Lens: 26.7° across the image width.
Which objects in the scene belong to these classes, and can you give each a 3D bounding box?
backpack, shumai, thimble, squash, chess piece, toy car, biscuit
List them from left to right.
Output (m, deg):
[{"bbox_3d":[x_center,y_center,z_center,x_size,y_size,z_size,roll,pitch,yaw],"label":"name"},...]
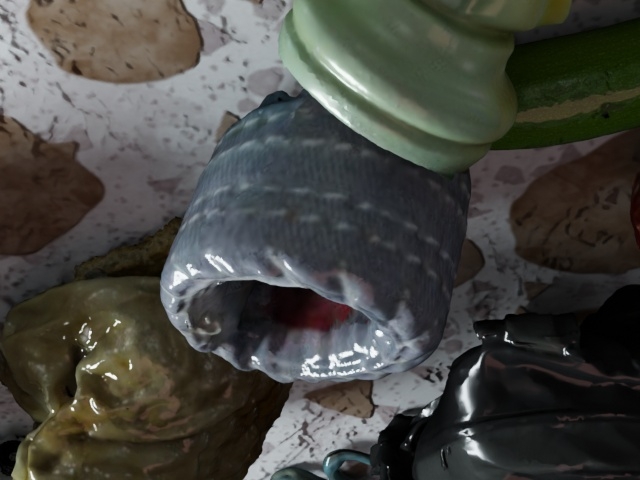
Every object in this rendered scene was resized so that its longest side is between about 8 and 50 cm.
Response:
[{"bbox_3d":[-0.318,0.264,1.390,0.070,0.080,0.171,4,139,-10],"label":"toy car"},{"bbox_3d":[-0.150,0.207,1.184,0.267,0.262,0.314,-12,150,21],"label":"shumai"},{"bbox_3d":[-0.098,0.028,1.176,0.236,0.026,0.131,6,138,-10],"label":"biscuit"},{"bbox_3d":[0.000,0.000,1.009,0.205,0.172,0.236,21,152,-7],"label":"thimble"},{"bbox_3d":[0.111,-0.203,0.852,0.175,0.176,0.298,19,122,-25],"label":"chess piece"},{"bbox_3d":[0.237,0.195,1.237,0.363,0.255,0.446,0,153,-4],"label":"backpack"},{"bbox_3d":[0.214,-0.119,0.989,0.292,0.082,0.082,-13,139,9],"label":"squash"}]

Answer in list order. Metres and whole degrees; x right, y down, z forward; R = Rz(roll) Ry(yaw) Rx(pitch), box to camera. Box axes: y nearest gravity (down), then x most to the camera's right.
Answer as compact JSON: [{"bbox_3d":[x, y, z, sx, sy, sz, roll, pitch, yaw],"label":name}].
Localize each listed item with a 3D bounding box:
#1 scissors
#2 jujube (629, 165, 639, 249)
[{"bbox_3d":[0.067,0.314,1.514,0.138,0.041,0.289,-27,131,26],"label":"scissors"},{"bbox_3d":[0.337,0.002,1.036,0.155,0.230,0.155,-10,129,-13],"label":"jujube"}]
